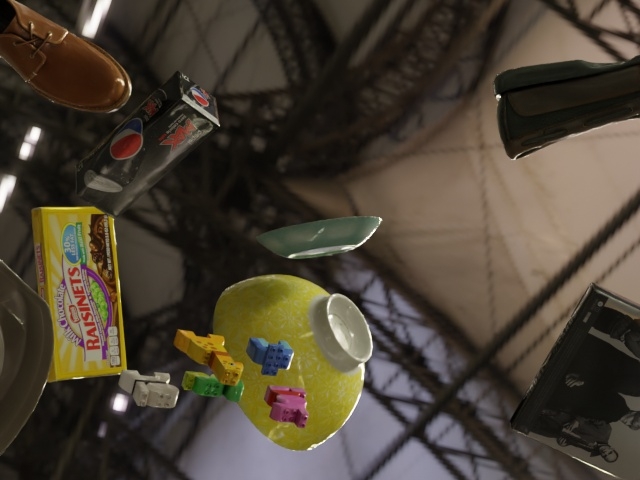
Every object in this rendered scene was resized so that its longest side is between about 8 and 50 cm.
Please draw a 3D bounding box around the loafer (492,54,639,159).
[{"bbox_3d":[0.293,-0.124,1.312,0.268,0.096,0.084,-5,-98,19],"label":"loafer"}]

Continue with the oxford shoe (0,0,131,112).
[{"bbox_3d":[-0.296,-0.200,1.503,0.076,0.212,0.076,-60,173,-5],"label":"oxford shoe"}]

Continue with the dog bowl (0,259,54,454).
[{"bbox_3d":[-0.436,0.128,1.397,0.102,0.349,0.348,40,-66,35],"label":"dog bowl"}]

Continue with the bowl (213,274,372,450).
[{"bbox_3d":[-0.015,0.166,2.219,0.156,0.289,0.289,-28,-135,27],"label":"bowl"}]

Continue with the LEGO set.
[{"bbox_3d":[-0.099,0.156,1.609,0.093,0.227,0.087,46,-57,59],"label":"LEGO set"}]

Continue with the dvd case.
[{"bbox_3d":[0.345,0.170,1.495,0.179,0.239,0.029,-63,-172,18],"label":"dvd case"}]

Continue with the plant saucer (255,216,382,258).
[{"bbox_3d":[0.000,0.000,2.170,0.195,0.195,0.037,-22,-106,61],"label":"plant saucer"}]

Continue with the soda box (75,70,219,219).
[{"bbox_3d":[-0.186,-0.100,1.524,0.169,0.060,0.053,-40,-143,22],"label":"soda box"}]

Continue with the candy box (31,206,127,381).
[{"bbox_3d":[-0.287,0.062,1.713,0.027,0.105,0.205,-11,-96,48],"label":"candy box"}]
